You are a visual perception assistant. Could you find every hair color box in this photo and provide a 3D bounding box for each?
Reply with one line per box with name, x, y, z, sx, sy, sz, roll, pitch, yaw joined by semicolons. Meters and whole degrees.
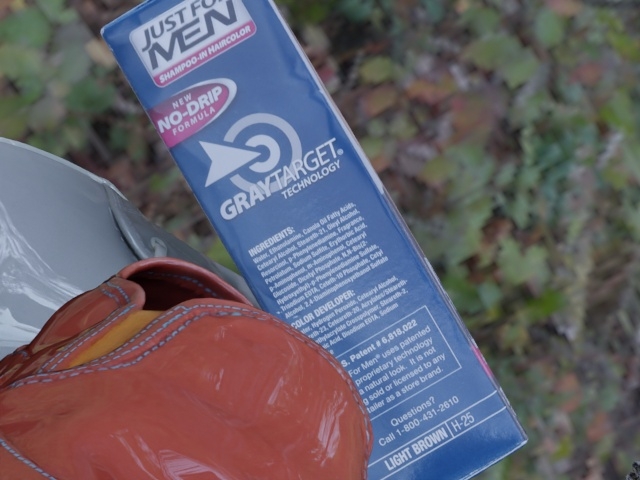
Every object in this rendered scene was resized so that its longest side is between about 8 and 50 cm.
hair color box;0.000;0.000;1.237;0.347;0.105;0.174;59;1;4

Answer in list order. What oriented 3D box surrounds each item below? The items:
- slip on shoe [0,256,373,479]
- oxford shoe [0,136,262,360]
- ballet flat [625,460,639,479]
slip on shoe;-0.036;0.064;0.520;0.123;0.101;0.331;43;-1;-11
oxford shoe;-0.112;0.061;1.301;0.449;0.130;0.169;38;64;-38
ballet flat;0.169;0.226;1.237;0.250;0.084;0.058;-45;126;-25
